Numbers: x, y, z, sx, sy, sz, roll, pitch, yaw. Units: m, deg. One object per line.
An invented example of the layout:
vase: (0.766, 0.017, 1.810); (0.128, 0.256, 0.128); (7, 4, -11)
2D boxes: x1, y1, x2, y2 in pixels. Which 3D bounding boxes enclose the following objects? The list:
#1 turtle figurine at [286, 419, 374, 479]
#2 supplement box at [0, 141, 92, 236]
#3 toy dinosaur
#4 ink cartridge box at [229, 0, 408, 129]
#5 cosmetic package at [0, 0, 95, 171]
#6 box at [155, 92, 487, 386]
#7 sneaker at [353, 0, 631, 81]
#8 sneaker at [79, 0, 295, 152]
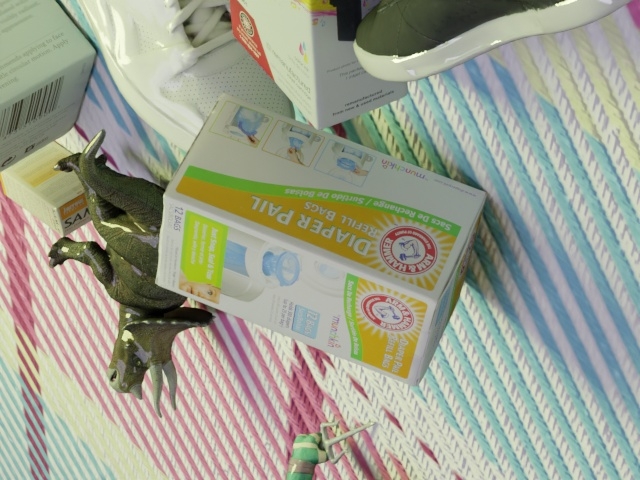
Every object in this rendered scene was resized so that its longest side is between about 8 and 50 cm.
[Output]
turtle figurine: (0.019, 0.248, 1.699); (0.175, 0.118, 0.234); (49, 158, 14)
supplement box: (-0.247, -0.050, 1.853); (0.098, 0.062, 0.036); (33, 144, 38)
toy dinosaur: (-0.152, -0.001, 1.731); (0.160, 0.121, 0.313); (33, 142, 16)
ink cartridge box: (-0.006, -0.182, 1.285); (0.127, 0.072, 0.175); (50, 155, 41)
cosmetic package: (-0.320, -0.164, 1.751); (0.184, 0.151, 0.151); (51, 153, 11)
box: (0.000, 0.000, 1.382); (0.203, 0.103, 0.114); (22, 144, 7)
sneaker: (0.078, -0.182, 1.119); (0.147, 0.104, 0.295); (56, 156, -11)
sneaker: (-0.111, -0.194, 1.430); (0.292, 0.108, 0.169); (51, 156, 12)
